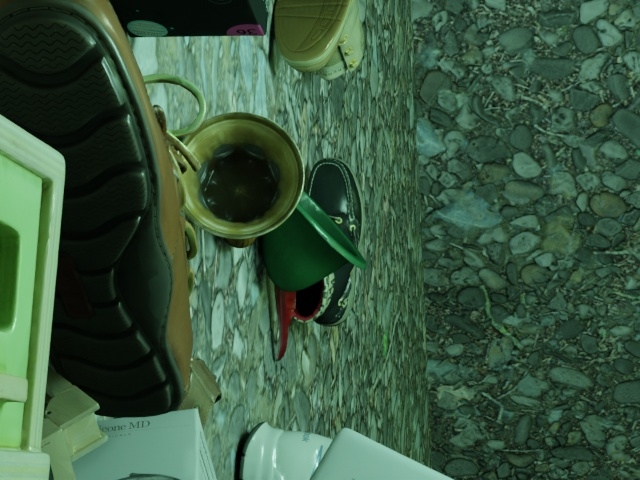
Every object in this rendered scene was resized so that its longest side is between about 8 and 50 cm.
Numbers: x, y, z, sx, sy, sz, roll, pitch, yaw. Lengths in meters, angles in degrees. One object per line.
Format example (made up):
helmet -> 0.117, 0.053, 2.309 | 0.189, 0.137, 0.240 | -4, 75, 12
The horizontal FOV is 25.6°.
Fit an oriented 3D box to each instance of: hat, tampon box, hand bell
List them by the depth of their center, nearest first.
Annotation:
tampon box -> -0.112, -0.240, 1.120 | 0.161, 0.120, 0.101 | 63, 30, -69
hand bell -> -0.082, -0.033, 1.446 | 0.242, 0.126, 0.126 | 97, -3, -75
hat -> -0.061, 0.036, 1.713 | 0.208, 0.183, 0.173 | 46, 7, -8

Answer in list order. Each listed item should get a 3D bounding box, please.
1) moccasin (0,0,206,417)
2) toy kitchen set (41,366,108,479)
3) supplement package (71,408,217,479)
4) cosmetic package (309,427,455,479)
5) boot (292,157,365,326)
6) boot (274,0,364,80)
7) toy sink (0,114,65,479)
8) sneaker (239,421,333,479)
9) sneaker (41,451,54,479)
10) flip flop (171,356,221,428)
moccasin -> -0.144, -0.032, 0.939 | 0.380, 0.139, 0.147 | 75, 13, -51
toy kitchen set -> -0.198, 0.144, 0.965 | 0.083, 0.075, 0.068 | -30, 128, -30
supplement package -> -0.132, 0.228, 1.041 | 0.179, 0.105, 0.105 | -96, 178, -50
cosmetic package -> 0.085, 0.469, 1.426 | 0.393, 0.329, 0.327 | -58, 159, -20
boot -> 0.002, 0.001, 1.894 | 0.178, 0.085, 0.236 | 5, 87, -77
boot -> 0.003, -0.273, 1.844 | 0.203, 0.095, 0.262 | 80, 11, -52
toy sink -> -0.203, 0.056, 0.638 | 0.153, 0.131, 0.234 | 46, 47, -75
sneaker -> -0.033, 0.363, 1.638 | 0.111, 0.129, 0.297 | -16, 108, -81
sneaker -> -0.156, 0.287, 0.870 | 0.122, 0.146, 0.330 | -11, 100, -68
flip flop -> -0.125, 0.154, 1.227 | 0.112, 0.080, 0.277 | -66, 156, -64
